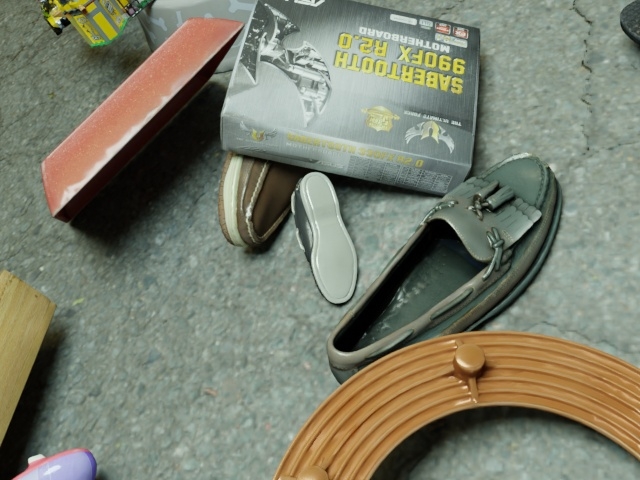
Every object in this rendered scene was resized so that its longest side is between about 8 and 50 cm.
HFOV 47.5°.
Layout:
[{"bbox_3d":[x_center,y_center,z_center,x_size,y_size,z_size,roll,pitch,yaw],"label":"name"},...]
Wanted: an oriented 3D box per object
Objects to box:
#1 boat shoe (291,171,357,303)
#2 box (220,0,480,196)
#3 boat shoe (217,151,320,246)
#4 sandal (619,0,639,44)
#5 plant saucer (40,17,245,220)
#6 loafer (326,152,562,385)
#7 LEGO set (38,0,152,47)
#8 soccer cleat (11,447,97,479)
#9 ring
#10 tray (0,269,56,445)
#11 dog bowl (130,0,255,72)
[{"bbox_3d":[0.000,0.000,0.682,0.046,0.038,0.125,-11,79,-28],"label":"boat shoe"},{"bbox_3d":[0.034,-0.150,0.708,0.231,0.056,0.183,12,58,-1],"label":"box"},{"bbox_3d":[-0.021,-0.104,0.748,0.095,0.095,0.257,7,60,23],"label":"boat shoe"},{"bbox_3d":[0.363,-0.184,0.655,0.179,0.040,0.067,9,66,15],"label":"sandal"},{"bbox_3d":[-0.205,-0.129,0.787,0.259,0.048,0.258,-49,12,-11],"label":"plant saucer"},{"bbox_3d":[0.107,0.021,0.597,0.096,0.084,0.267,30,74,39],"label":"loafer"},{"bbox_3d":[-0.256,-0.421,0.892,0.331,0.192,0.255,-33,49,1],"label":"LEGO set"},{"bbox_3d":[-0.273,0.281,0.606,0.248,0.083,0.095,-43,59,-5],"label":"soccer cleat"},{"bbox_3d":[0.123,0.195,0.430,0.336,0.032,0.337,-2,54,2],"label":"ring"},{"bbox_3d":[-0.372,0.230,0.617,0.203,0.076,0.411,-28,35,26],"label":"tray"},{"bbox_3d":[-0.114,-0.389,0.994,0.348,0.102,0.349,-14,52,18],"label":"dog bowl"}]
